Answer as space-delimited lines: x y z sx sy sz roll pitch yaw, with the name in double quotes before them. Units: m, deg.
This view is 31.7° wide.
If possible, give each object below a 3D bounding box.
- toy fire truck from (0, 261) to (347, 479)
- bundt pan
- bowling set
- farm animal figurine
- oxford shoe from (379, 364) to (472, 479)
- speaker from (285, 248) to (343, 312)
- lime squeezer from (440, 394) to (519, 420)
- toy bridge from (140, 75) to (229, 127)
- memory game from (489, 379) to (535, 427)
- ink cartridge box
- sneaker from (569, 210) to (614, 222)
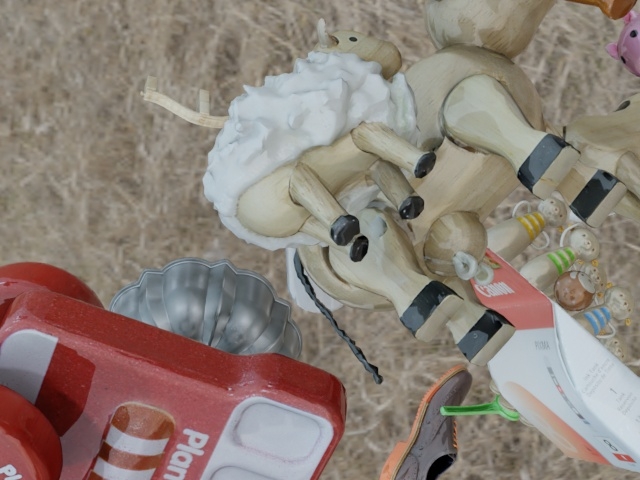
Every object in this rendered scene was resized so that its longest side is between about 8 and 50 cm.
"toy fire truck" -0.146 0.174 0.726 0.169 0.254 0.302 -84 16 -62
"bundt pan" -0.189 0.199 1.744 0.124 0.331 0.330 -97 30 -67
"bowling set" 0.363 0.070 1.547 0.287 0.154 0.200 60 163 -3
"farm animal figurine" 0.107 -0.072 0.653 0.327 0.330 0.172 -43 53 -4
"oxford shoe" 0.212 0.344 1.985 0.098 0.097 0.271 20 66 32
"speaker" 0.000 0.000 0.838 0.055 0.055 0.136 57 163 28
"lime squeezer" 0.355 0.270 1.949 0.311 0.110 0.058 -19 70 -6
"toy bridge" -0.176 -0.198 1.682 0.063 0.188 0.026 -96 24 -45
"memory game" 0.338 0.230 1.637 0.186 0.186 0.012 34 122 38
"ink cartridge box" 0.133 0.075 0.722 0.179 0.145 0.045 39 80 -4
"sneaker" 0.495 -0.062 1.798 0.169 0.292 0.108 20 88 9
